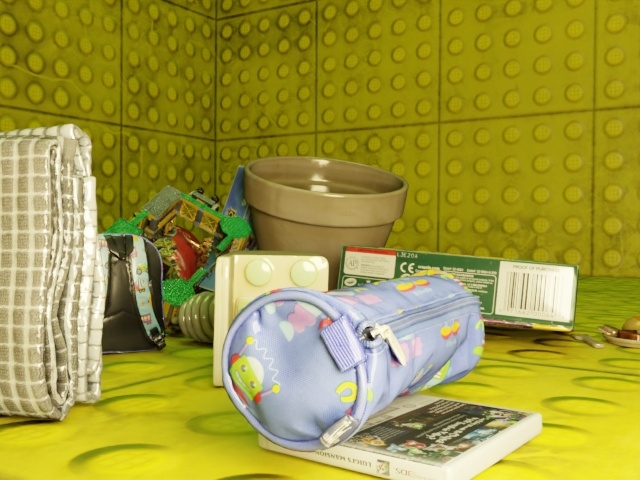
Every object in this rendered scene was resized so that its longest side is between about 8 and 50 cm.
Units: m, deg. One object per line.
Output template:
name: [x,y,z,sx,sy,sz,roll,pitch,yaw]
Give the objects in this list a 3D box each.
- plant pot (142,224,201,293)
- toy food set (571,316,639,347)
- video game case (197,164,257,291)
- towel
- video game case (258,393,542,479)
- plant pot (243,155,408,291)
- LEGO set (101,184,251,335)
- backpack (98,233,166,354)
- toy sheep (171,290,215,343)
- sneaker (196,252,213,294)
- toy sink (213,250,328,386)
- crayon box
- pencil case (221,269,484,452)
plant pot: [-0.355,0.061,1.540,0.191,0.191,0.174,0,3,1]
toy food set: [0.520,0.148,1.143,0.192,0.038,0.132,0,1,3]
video game case: [-0.148,-0.001,1.568,0.061,0.269,0.244,17,-5,22]
towel: [-0.341,0.027,0.702,0.235,0.283,0.121,0,2,17]
video game case: [0.073,0.162,0.603,0.173,0.022,0.190,1,0,36]
plant pot: [0.000,0.000,1.409,0.323,0.280,0.323,5,17,-1]
LEGO set: [-0.293,0.062,1.328,0.255,0.192,0.331,24,39,-1]
backpack: [-0.312,0.076,1.035,0.158,0.173,0.117,-1,2,-35]
toy sheep: [-0.179,0.123,1.117,0.132,0.091,0.091,-14,-5,22]
sneaker: [-0.292,0.083,1.763,0.299,0.112,0.121,-16,-7,37]
toy sink: [-0.058,0.091,0.909,0.131,0.152,0.234,1,0,-1]
crayon box: [0.249,0.085,1.214,0.363,0.106,0.313,5,-4,20]
pencil case: [0.050,0.089,0.612,0.133,0.119,0.306,-26,-13,27]
